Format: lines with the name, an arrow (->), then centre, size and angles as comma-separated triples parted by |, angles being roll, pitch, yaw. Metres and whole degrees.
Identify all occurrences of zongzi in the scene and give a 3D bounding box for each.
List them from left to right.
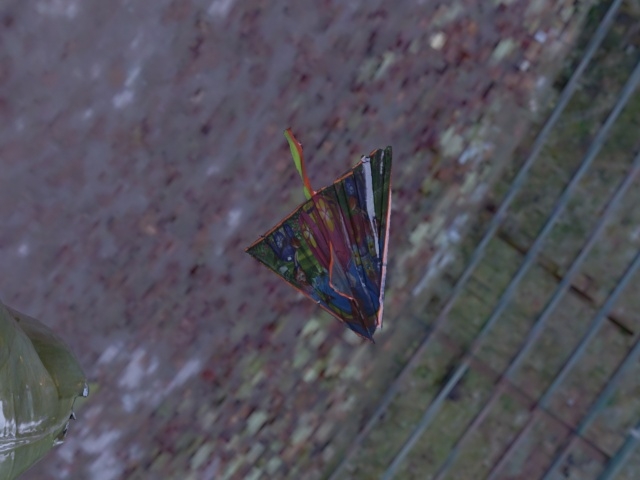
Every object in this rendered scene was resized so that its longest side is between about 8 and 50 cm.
zongzi -> -0.295, 0.074, 1.282 | 0.418, 0.181, 0.447 | -66, 167, 24

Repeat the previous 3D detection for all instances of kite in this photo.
kite -> 0.000, 0.000, 1.097 | 0.014, 0.183, 0.241 | -17, 175, -33
